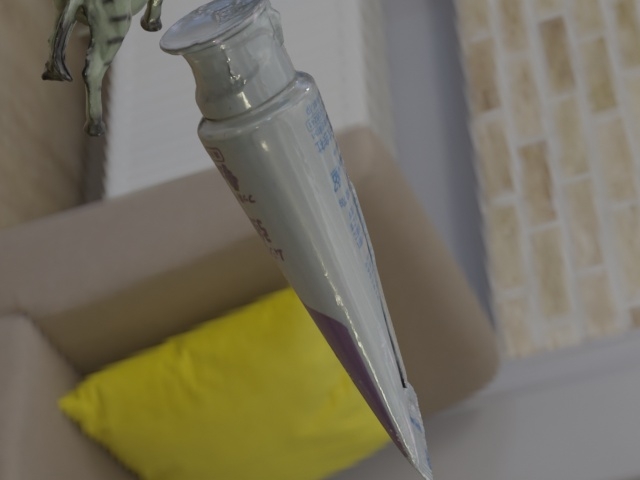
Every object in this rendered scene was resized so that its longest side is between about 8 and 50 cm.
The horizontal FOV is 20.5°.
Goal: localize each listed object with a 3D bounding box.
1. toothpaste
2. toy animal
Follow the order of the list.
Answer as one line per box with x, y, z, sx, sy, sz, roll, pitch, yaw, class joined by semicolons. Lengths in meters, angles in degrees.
0.000;0.000;1.030;0.114;0.073;0.299;-102;167;-66;toothpaste
-0.139;-0.199;1.208;0.176;0.073;0.217;99;8;-48;toy animal
